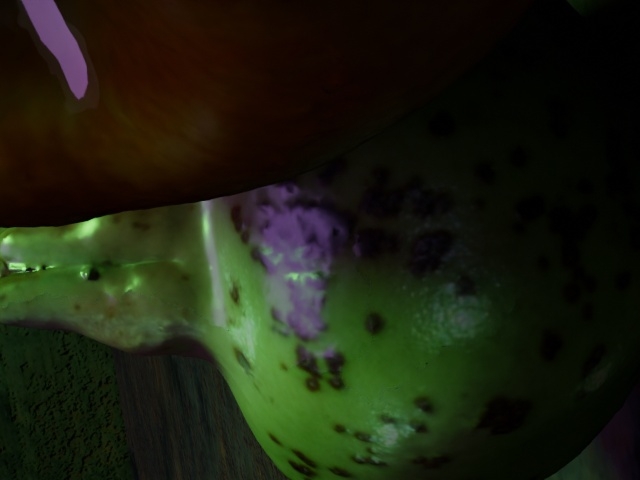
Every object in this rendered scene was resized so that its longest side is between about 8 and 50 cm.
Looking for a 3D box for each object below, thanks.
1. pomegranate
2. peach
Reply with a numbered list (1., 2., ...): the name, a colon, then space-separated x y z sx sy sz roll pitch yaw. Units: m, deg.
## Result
1. pomegranate: 0.000 0.000 0.657 0.214 0.248 0.214 173 90 -83
2. peach: -0.063 -0.195 0.454 0.310 0.335 0.406 -122 47 -80
